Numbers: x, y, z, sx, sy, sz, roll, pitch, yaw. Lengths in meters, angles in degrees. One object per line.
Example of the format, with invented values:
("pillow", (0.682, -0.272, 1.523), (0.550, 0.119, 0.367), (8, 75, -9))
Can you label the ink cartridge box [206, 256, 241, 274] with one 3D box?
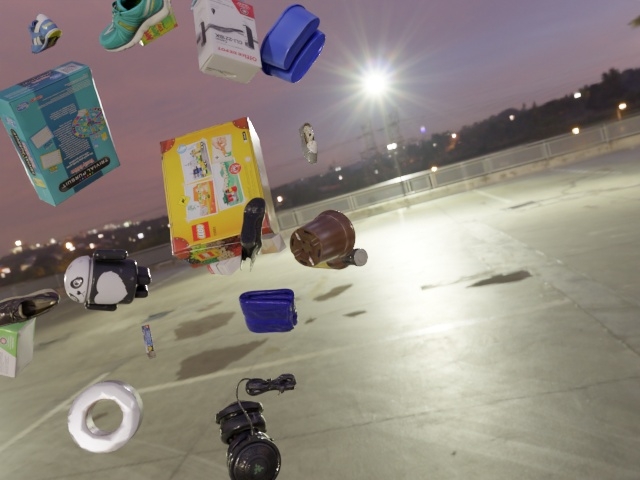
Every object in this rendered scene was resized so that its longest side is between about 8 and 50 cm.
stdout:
("ink cartridge box", (-0.410, 0.099, 2.089), (0.135, 0.056, 0.099), (0, 35, 41))

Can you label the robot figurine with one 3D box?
("robot figurine", (-0.756, 0.144, 1.729), (0.278, 0.208, 0.174), (7, -14, -30))

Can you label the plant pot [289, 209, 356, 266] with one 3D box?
("plant pot", (0.000, 0.000, 1.530), (0.167, 0.166, 0.165), (-12, 8, 37))

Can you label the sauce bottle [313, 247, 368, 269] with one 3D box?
("sauce bottle", (0.051, 0.063, 1.933), (0.112, 0.111, 0.344), (-19, 12, -33))

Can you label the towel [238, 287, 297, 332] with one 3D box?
("towel", (-0.211, 0.304, 2.013), (0.228, 0.076, 0.308), (-5, -33, -3))

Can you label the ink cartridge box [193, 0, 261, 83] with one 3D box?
("ink cartridge box", (-0.337, -0.732, 1.752), (0.197, 0.272, 0.114), (2, -18, -38))

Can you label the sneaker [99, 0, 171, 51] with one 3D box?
("sneaker", (-0.557, -0.652, 1.398), (0.275, 0.106, 0.110), (-26, -17, 28))

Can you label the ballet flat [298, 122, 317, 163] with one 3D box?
("ballet flat", (-0.050, -0.441, 2.171), (0.072, 0.213, 0.068), (6, -35, -35))

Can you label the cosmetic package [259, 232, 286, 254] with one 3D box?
("cosmetic package", (-0.178, 0.013, 1.700), (0.115, 0.060, 0.041), (-9, 23, 49))

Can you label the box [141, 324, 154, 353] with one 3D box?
("box", (-0.591, 0.350, 1.670), (0.027, 0.093, 0.137), (-11, -17, -20))

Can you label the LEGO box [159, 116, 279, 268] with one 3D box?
("LEGO box", (-0.397, -0.189, 1.907), (0.373, 0.499, 0.193), (-15, -21, 4))

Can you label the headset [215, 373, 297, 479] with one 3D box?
("headset", (-0.163, 0.508, 1.250), (0.185, 0.393, 0.243), (-6, 30, -22))

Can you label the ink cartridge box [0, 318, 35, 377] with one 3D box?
("ink cartridge box", (-1.150, 0.333, 1.664), (0.273, 0.198, 0.114), (15, 21, -4))

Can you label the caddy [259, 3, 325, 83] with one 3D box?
("caddy", (-0.136, -0.878, 2.163), (0.341, 0.179, 0.241), (-55, -19, -5))

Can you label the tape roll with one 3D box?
("tape roll", (-0.695, 0.570, 1.576), (0.219, 0.219, 0.072), (-17, -6, -13))

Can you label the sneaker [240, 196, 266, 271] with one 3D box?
("sneaker", (-0.167, -0.016, 1.185), (0.051, 0.170, 0.089), (7, -32, 4))

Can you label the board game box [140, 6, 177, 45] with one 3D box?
("board game box", (-0.700, -0.912, 2.050), (0.181, 0.043, 0.092), (-41, -21, -18))

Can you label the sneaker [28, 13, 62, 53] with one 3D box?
("sneaker", (-0.695, -0.513, 1.209), (0.144, 0.059, 0.053), (-12, 32, 44))

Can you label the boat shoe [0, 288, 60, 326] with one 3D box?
("boat shoe", (-0.633, 0.145, 1.023), (0.152, 0.056, 0.049), (-25, 22, -24))

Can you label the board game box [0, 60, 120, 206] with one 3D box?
("board game box", (-0.746, -0.307, 1.405), (0.079, 0.335, 0.253), (22, 47, 21))

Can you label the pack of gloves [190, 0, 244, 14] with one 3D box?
("pack of gloves", (-0.430, -1.011, 2.081), (0.232, 0.046, 0.195), (-38, -21, 10))
